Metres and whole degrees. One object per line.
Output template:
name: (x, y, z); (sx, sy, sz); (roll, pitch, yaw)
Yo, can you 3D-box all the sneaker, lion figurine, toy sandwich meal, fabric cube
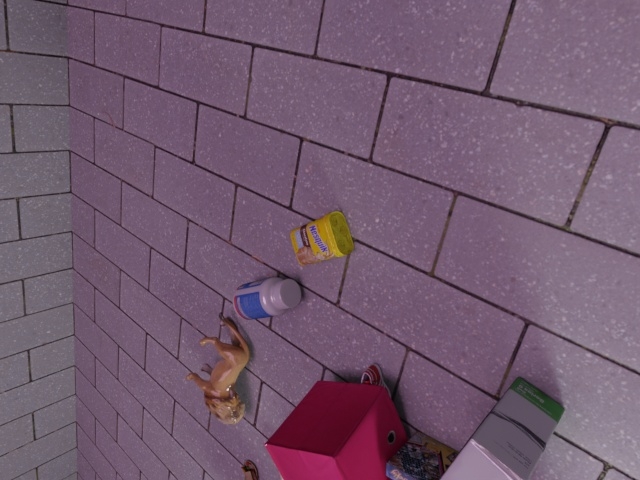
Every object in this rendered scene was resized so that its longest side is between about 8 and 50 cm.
sneaker: (0.155, 0.415, 1.321); (0.042, 0.067, 0.118); (-28, 82, 41)
lion figurine: (-0.343, 0.477, 1.717); (0.240, 0.142, 0.392); (31, 115, 23)
toy sandwich meal: (-0.280, 0.908, 1.836); (0.085, 0.029, 0.086); (11, 108, 38)
fabric cube: (0.058, 0.571, 1.279); (0.259, 0.258, 0.254); (-11, 108, 41)

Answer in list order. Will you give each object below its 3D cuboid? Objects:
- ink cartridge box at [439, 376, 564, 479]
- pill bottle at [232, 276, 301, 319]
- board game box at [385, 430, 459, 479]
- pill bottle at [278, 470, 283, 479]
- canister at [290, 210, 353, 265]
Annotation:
ink cartridge box: (0.377, 0.453, 0.994); (0.121, 0.289, 0.211); (37, 121, 28)
pill bottle: (-0.171, 0.185, 1.505); (0.221, 0.124, 0.124); (-15, 91, 42)
board game box: (0.309, 0.586, 1.169); (0.243, 0.165, 0.042); (16, 111, 37)
pill bottle: (-0.113, 0.831, 1.652); (0.065, 0.065, 0.116); (0, 101, 40)
canister: (0.000, 0.000, 1.349); (0.170, 0.073, 0.126); (-20, 87, 43)
